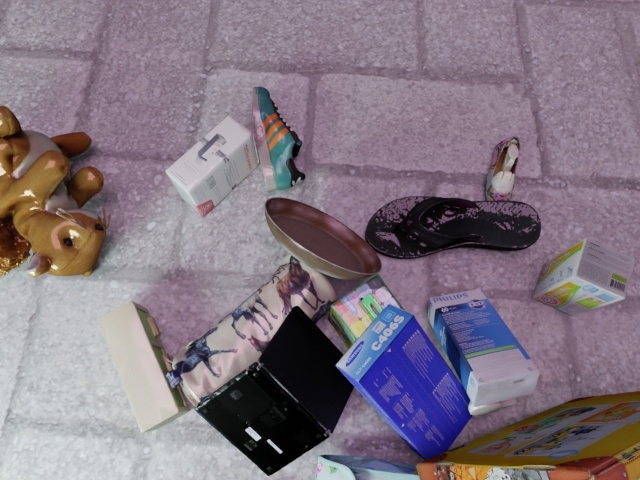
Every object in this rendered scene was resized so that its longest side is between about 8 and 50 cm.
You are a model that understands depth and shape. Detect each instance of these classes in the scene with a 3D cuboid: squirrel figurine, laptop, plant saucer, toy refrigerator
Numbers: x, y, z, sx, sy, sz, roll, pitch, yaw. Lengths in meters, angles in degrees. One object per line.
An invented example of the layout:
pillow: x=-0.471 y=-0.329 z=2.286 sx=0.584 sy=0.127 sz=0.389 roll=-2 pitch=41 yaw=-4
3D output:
squirrel figurine: x=-0.699 y=-0.052 z=1.066 sx=0.397 sy=0.281 sz=0.370 roll=-31 pitch=85 yaw=3
laptop: x=-0.081 y=0.318 z=0.947 sx=0.264 sy=0.136 sz=0.234 roll=-38 pitch=106 yaw=10
plant saucer: x=0.000 y=0.000 z=1.049 sx=0.310 sy=0.310 sz=0.050 roll=34 pitch=110 yaw=10
toy refrigerator: x=-0.394 y=0.280 z=1.008 sx=0.094 sy=0.102 sz=0.269 roll=-27 pitch=73 yaw=-11

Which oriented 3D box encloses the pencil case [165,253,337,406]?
pencil case: x=-0.146 y=0.199 z=1.013 sx=0.410 sy=0.160 sz=0.183 roll=-43 pitch=83 yaw=-14

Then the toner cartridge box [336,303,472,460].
toner cartridge box: x=0.190 y=0.306 z=0.918 sx=0.165 sy=0.075 sz=0.348 roll=-46 pitch=121 yaw=-17

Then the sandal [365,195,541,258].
sandal: x=0.336 y=-0.051 z=1.135 sx=0.445 sy=0.107 sz=0.167 roll=-4 pitch=71 yaw=2

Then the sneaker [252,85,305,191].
sneaker: x=-0.115 y=-0.282 z=1.217 sx=0.121 sy=0.108 sz=0.302 roll=-10 pitch=79 yaw=-6

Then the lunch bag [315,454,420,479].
lunch bag: x=0.103 y=0.563 z=0.897 sx=0.262 sy=0.160 sz=0.223 roll=0 pitch=74 yaw=17

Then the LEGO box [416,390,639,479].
LEGO box: x=0.487 y=0.409 z=0.763 sx=0.500 sy=0.372 sz=0.193 roll=-6 pitch=70 yaw=-27

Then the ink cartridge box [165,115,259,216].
ink cartridge box: x=-0.269 y=-0.188 z=1.145 sx=0.092 sy=0.158 sz=0.218 roll=41 pitch=74 yaw=12

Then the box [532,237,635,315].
box: x=0.609 y=0.092 z=1.050 sx=0.114 sy=0.203 sz=0.103 roll=25 pitch=71 yaw=9

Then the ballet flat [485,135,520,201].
ballet flat: x=0.501 y=-0.189 z=1.211 sx=0.077 sy=0.079 sz=0.221 roll=17 pitch=71 yaw=1

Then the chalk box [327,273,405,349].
chalk box: x=0.107 y=0.174 z=1.000 sx=0.132 sy=0.213 sz=0.132 roll=-32 pitch=73 yaw=-11

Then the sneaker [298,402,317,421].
sneaker: x=-0.052 y=0.398 z=1.003 sx=0.089 sy=0.051 sz=0.170 roll=1 pitch=74 yaw=-6

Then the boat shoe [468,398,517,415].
boat shoe: x=0.376 y=0.344 z=0.988 sx=0.184 sy=0.066 sz=0.063 roll=9 pitch=50 yaw=-40

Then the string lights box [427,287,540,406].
string lights box: x=0.348 y=0.225 z=0.991 sx=0.133 sy=0.077 sz=0.260 roll=-10 pitch=35 yaw=-5
